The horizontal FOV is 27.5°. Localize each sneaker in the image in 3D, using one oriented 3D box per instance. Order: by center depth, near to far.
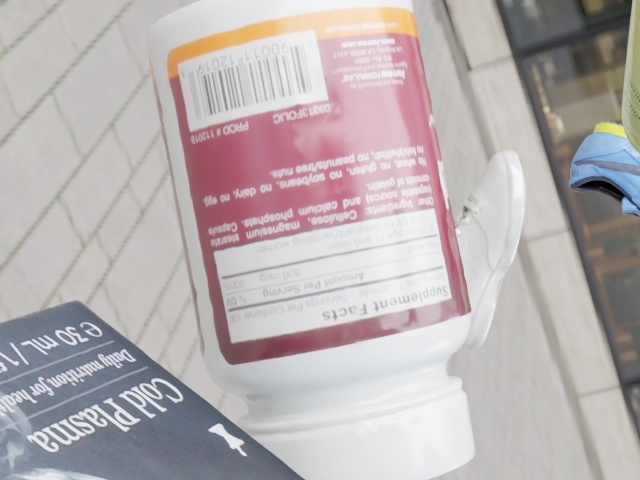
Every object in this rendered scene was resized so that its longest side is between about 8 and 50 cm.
[{"bbox_3d":[0.338,-0.041,1.237,0.082,0.209,0.069,-61,159,-16],"label":"sneaker"},{"bbox_3d":[0.144,0.006,1.325,0.080,0.094,0.212,-103,-154,-75],"label":"sneaker"}]

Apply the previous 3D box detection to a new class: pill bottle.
[{"bbox_3d":[0.000,0.000,1.068,0.224,0.224,0.392,-9,89,-74],"label":"pill bottle"}]

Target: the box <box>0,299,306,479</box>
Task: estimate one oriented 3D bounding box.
[{"bbox_3d":[-0.120,0.306,0.614,0.472,0.297,0.480,38,16,10],"label":"box"}]

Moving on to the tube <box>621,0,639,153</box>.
[{"bbox_3d":[0.167,-0.097,0.588,0.062,0.070,0.240,-66,164,-9],"label":"tube"}]
